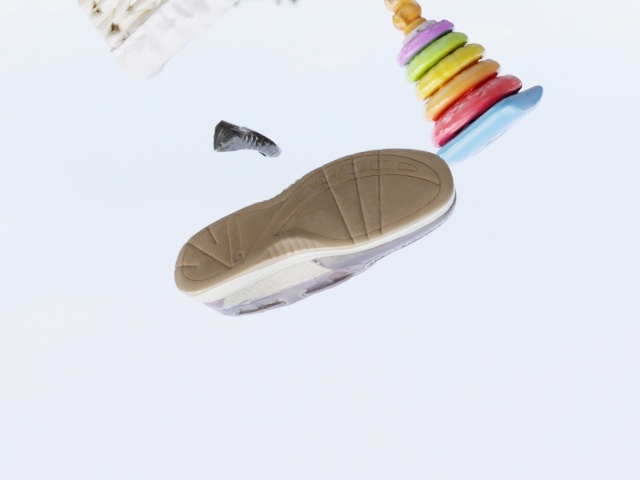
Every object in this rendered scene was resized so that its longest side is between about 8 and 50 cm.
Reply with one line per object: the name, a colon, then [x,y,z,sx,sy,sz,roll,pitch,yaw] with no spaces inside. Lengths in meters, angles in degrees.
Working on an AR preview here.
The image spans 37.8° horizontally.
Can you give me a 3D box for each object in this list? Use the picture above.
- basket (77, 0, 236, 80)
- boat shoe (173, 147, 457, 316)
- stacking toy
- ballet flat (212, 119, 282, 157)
basket: [-0.085,-0.376,0.836,0.328,0.266,0.331,-30,-160,35]
boat shoe: [0.000,0.000,0.888,0.285,0.092,0.102,-22,-127,16]
stacking toy: [0.183,-0.279,1.443,0.166,0.302,0.175,-39,174,37]
ballet flat: [-0.117,-0.152,1.469,0.057,0.049,0.173,29,-171,28]
